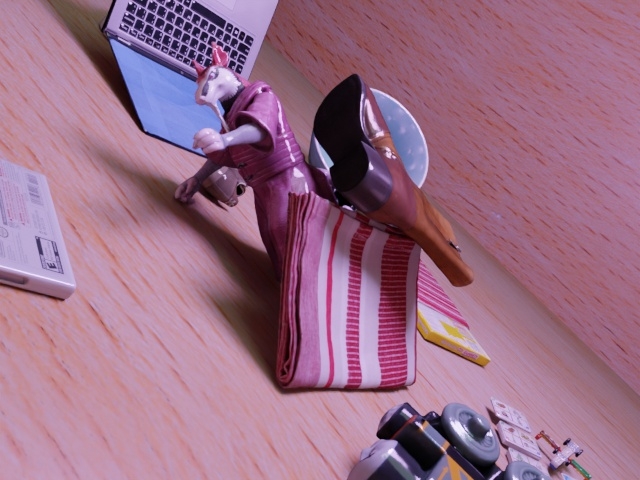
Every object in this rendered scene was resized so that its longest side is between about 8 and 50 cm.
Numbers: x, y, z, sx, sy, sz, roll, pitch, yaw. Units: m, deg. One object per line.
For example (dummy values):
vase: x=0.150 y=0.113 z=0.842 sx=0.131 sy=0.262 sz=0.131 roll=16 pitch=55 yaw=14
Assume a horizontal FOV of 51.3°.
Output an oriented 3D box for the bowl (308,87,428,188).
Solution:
bowl: x=0.094 y=-0.205 z=1.659 sx=0.312 sy=0.163 sz=0.311 roll=9 pitch=67 yaw=-23

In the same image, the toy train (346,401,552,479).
toy train: x=0.172 y=0.310 z=0.667 sx=0.334 sy=0.142 sz=0.190 roll=44 pitch=26 yaw=13

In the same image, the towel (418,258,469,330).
towel: x=0.217 y=0.089 z=1.527 sx=0.199 sy=0.031 sz=0.274 roll=28 pitch=20 yaw=-36

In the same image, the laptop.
laptop: x=-0.201 y=-0.373 z=1.331 sx=0.236 sy=0.407 sz=0.382 roll=24 pitch=4 yaw=36

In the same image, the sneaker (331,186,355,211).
sneaker: x=0.062 y=-0.099 z=1.426 sx=0.084 sy=0.097 sz=0.234 roll=41 pitch=39 yaw=-9

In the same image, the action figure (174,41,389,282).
action figure: x=-0.058 y=-0.112 z=0.947 sx=0.248 sy=0.276 sz=0.370 roll=8 pitch=-56 yaw=65

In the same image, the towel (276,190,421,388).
towel: x=0.057 y=0.082 z=0.910 sx=0.329 sy=0.037 sz=0.236 roll=18 pitch=72 yaw=-54

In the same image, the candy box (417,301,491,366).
candy box: x=0.259 y=0.188 z=1.361 sx=0.206 sy=0.027 sz=0.105 roll=29 pitch=17 yaw=-37

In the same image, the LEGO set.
LEGO set: x=0.399 y=0.389 z=1.149 sx=0.244 sy=0.060 sz=0.182 roll=28 pitch=22 yaw=-12

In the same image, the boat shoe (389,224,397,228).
boat shoe: x=0.164 y=-0.008 z=1.425 sx=0.121 sy=0.119 sz=0.335 roll=28 pitch=26 yaw=4

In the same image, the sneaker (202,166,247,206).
sneaker: x=-0.161 y=-0.109 z=1.167 sx=0.071 sy=0.066 sz=0.188 roll=54 pitch=18 yaw=-15

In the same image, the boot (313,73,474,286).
boot: x=0.123 y=-0.092 z=0.986 sx=0.280 sy=0.096 sz=0.264 roll=35 pitch=26 yaw=-37

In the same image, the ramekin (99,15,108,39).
ramekin: x=-0.346 y=-0.464 z=1.527 sx=0.277 sy=0.135 sz=0.277 roll=37 pitch=16 yaw=-13

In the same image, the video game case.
video game case: x=-0.329 y=-0.033 z=0.627 sx=0.173 sy=0.022 sz=0.190 roll=25 pitch=23 yaw=-45
